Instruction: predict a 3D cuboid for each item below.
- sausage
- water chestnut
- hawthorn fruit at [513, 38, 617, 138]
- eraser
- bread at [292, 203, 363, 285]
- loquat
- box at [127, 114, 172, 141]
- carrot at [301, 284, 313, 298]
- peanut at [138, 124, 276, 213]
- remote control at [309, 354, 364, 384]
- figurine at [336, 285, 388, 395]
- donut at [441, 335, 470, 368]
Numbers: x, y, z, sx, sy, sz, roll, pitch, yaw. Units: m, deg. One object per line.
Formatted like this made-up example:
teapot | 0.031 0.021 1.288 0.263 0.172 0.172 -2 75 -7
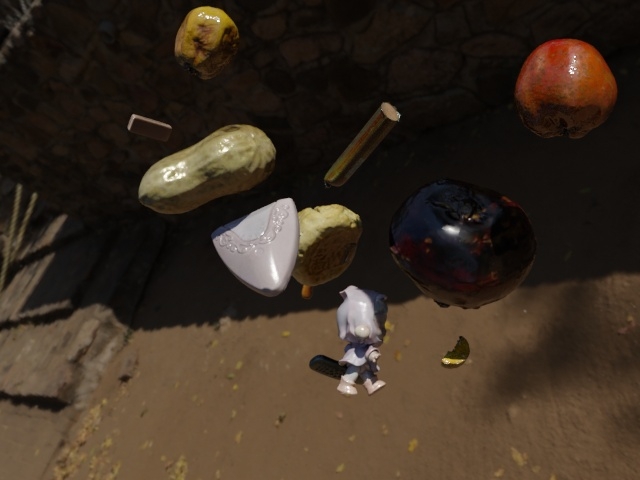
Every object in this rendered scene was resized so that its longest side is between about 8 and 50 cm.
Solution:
sausage | 0.120 -0.281 1.993 0.371 0.082 0.082 -48 26 40
water chestnut | 0.315 0.027 1.467 0.350 0.350 0.302 -101 13 -54
hawthorn fruit | 0.444 -0.275 1.140 0.189 0.189 0.189 -36 33 28
eraser | -0.126 0.019 1.343 0.204 0.059 0.243 -25 44 1
bread | 0.000 0.000 1.654 0.244 0.244 0.134 -48 50 9
loquat | -0.222 -0.381 1.207 0.137 0.113 0.137 -9 73 32
box | -0.472 -0.311 1.730 0.048 0.115 0.025 -61 39 22
carrot | -0.027 0.100 2.022 0.037 0.037 0.190 37 116 62
peanut | -0.186 -0.114 1.023 0.236 0.110 0.120 -23 37 -11
remote control | 0.065 0.410 1.977 0.072 0.222 0.042 -44 34 36
figurine | 0.104 0.253 1.590 0.133 0.200 0.276 0 78 19
donut | 0.315 0.265 1.463 0.067 0.038 0.083 0 42 7
